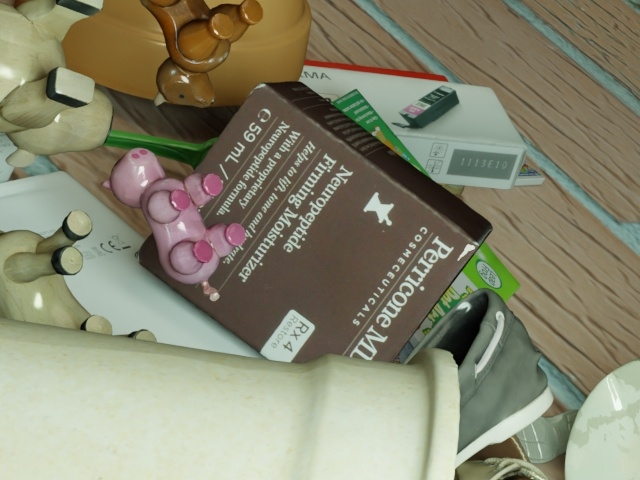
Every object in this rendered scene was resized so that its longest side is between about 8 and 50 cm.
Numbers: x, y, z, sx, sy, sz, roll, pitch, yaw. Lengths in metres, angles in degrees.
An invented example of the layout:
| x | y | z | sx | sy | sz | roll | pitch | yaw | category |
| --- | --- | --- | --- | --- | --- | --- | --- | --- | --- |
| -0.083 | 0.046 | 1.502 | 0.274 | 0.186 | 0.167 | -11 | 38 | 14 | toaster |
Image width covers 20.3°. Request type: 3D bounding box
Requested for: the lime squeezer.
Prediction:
| x | y | z | sx | sy | sz | roll | pitch | yaw | category |
| --- | --- | --- | --- | --- | --- | --- | --- | --- | --- |
| -0.072 | -0.041 | 1.608 | 0.310 | 0.059 | 0.110 | 31 | 55 | -3 | lime squeezer |

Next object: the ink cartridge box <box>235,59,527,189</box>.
| x | y | z | sx | sy | sz | roll | pitch | yaw | category |
| --- | --- | --- | --- | --- | --- | --- | --- | --- | --- |
| 0.047 | -0.147 | 1.838 | 0.275 | 0.060 | 0.239 | 5 | 34 | -19 | ink cartridge box |

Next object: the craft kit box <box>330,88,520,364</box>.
| x | y | z | sx | sy | sz | roll | pitch | yaw | category |
| --- | --- | --- | --- | --- | --- | --- | --- | --- | --- |
| 0.050 | -0.005 | 1.579 | 0.246 | 0.061 | 0.250 | 53 | 27 | 0 | craft kit box |

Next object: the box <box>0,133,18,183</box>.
| x | y | z | sx | sy | sz | roll | pitch | yaw | category |
| --- | --- | --- | --- | --- | --- | --- | --- | --- | --- |
| -0.338 | -0.112 | 1.343 | 0.181 | 0.119 | 0.182 | 42 | 27 | 22 | box |

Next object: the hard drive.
| x | y | z | sx | sy | sz | roll | pitch | yaw | category |
| --- | --- | --- | --- | --- | --- | --- | --- | --- | --- |
| -0.149 | 0.064 | 1.319 | 0.307 | 0.040 | 0.203 | 40 | 26 | 19 | hard drive |

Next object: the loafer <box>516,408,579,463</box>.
| x | y | z | sx | sy | sz | roll | pitch | yaw | category |
| --- | --- | --- | --- | --- | --- | --- | --- | --- | --- |
| 0.180 | 0.168 | 1.506 | 0.125 | 0.039 | 0.045 | -1 | 72 | -44 | loafer |

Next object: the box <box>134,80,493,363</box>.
| x | y | z | sx | sy | sz | roll | pitch | yaw | category |
| --- | --- | --- | --- | --- | --- | --- | --- | --- | --- |
| 0.000 | 0.000 | 1.375 | 0.203 | 0.168 | 0.167 | 37 | 9 | 4 | box |

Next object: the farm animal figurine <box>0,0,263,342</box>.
| x | y | z | sx | sy | sz | roll | pitch | yaw | category |
| --- | --- | --- | --- | --- | --- | --- | --- | --- | --- |
| -0.205 | -0.085 | 1.214 | 0.327 | 0.172 | 0.330 | 36 | 57 | -26 | farm animal figurine |

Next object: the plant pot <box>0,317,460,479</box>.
| x | y | z | sx | sy | sz | roll | pitch | yaw | category |
| --- | --- | --- | --- | --- | --- | --- | --- | --- | --- |
| -0.129 | 0.171 | 0.864 | 0.305 | 0.334 | 0.334 | 16 | 26 | -4 | plant pot |

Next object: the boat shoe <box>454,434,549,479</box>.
| x | y | z | sx | sy | sz | roll | pitch | yaw | category |
| --- | --- | --- | --- | --- | --- | --- | --- | --- | --- |
| 0.134 | 0.214 | 1.262 | 0.123 | 0.116 | 0.324 | 25 | 25 | -12 | boat shoe |

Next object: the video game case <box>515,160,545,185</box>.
| x | y | z | sx | sy | sz | roll | pitch | yaw | category |
| --- | --- | --- | --- | --- | --- | --- | --- | --- | --- |
| 0.192 | -0.103 | 2.046 | 0.122 | 0.011 | 0.087 | 44 | 27 | 28 | video game case |

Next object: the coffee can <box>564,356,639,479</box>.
| x | y | z | sx | sy | sz | roll | pitch | yaw | category |
| --- | --- | --- | --- | --- | --- | --- | --- | --- | --- |
| 0.358 | 0.183 | 1.471 | 0.275 | 0.201 | 0.201 | -2 | 40 | -49 | coffee can |

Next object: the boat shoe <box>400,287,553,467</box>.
| x | y | z | sx | sy | sz | roll | pitch | yaw | category |
| --- | --- | --- | --- | --- | --- | --- | --- | --- | --- |
| 0.041 | 0.136 | 1.231 | 0.335 | 0.112 | 0.095 | -32 | 103 | -45 | boat shoe |

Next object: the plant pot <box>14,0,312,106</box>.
| x | y | z | sx | sy | sz | roll | pitch | yaw | category |
| --- | --- | --- | --- | --- | --- | --- | --- | --- | --- |
| -0.136 | -0.285 | 1.720 | 0.291 | 0.203 | 0.291 | 11 | 30 | -7 | plant pot |

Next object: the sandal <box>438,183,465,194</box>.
| x | y | z | sx | sy | sz | roll | pitch | yaw | category |
| --- | --- | --- | --- | --- | --- | --- | --- | --- | --- |
| 0.099 | -0.118 | 1.924 | 0.072 | 0.049 | 0.180 | 0 | 39 | -48 | sandal |
